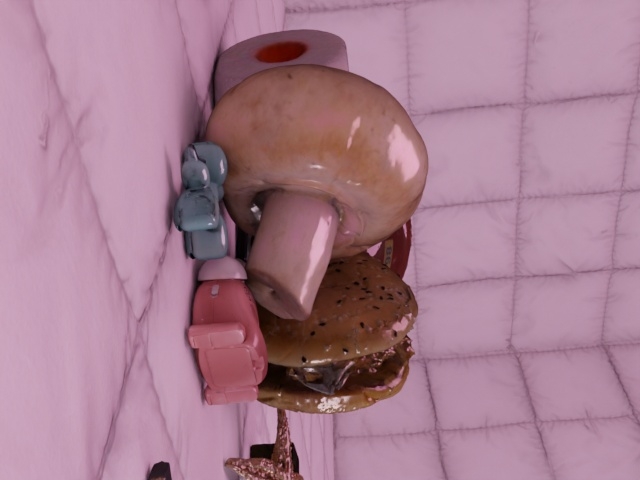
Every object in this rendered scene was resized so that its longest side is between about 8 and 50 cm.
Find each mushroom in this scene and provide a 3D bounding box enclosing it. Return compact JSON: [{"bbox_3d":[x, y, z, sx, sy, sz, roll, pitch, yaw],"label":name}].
[{"bbox_3d":[-0.032,-0.095,1.149,0.325,0.353,0.353,52,7,-6],"label":"mushroom"}]

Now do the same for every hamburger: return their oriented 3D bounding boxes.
[{"bbox_3d":[0.019,0.146,1.262,0.318,0.276,0.195,-37,136,-48],"label":"hamburger"}]

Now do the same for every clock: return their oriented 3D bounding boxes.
[{"bbox_3d":[-0.119,0.118,1.034,0.162,0.092,0.166,-96,178,-52],"label":"clock"}]

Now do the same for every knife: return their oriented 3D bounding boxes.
[{"bbox_3d":[-0.143,0.075,1.377,0.072,0.019,0.245,88,2,-62],"label":"knife"}]

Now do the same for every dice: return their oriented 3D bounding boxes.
[{"bbox_3d":[-0.057,-0.229,1.403,0.259,0.243,0.251,-96,179,-57],"label":"dice"}]

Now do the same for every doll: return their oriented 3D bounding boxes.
[{"bbox_3d":[-0.151,-0.058,0.986,0.159,0.059,0.159,83,3,-72],"label":"doll"}]

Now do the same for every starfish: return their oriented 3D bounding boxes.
[{"bbox_3d":[-0.073,0.383,1.195,0.231,0.048,0.295,17,65,-62],"label":"starfish"}]

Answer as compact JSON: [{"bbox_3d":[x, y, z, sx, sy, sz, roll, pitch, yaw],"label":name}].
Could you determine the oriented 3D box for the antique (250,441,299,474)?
[{"bbox_3d":[-0.080,0.466,1.306,0.081,0.080,0.221,80,7,-49],"label":"antique"}]

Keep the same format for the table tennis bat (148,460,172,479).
[{"bbox_3d":[-0.150,0.328,0.775,0.130,0.019,0.221,-84,170,-72],"label":"table tennis bat"}]

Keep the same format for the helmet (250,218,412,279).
[{"bbox_3d":[0.000,0.000,1.519,0.385,0.337,0.230,-71,166,16],"label":"helmet"}]

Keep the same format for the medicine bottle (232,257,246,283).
[{"bbox_3d":[-0.137,0.061,1.169,0.083,0.047,0.047,-86,170,-72],"label":"medicine bottle"}]
